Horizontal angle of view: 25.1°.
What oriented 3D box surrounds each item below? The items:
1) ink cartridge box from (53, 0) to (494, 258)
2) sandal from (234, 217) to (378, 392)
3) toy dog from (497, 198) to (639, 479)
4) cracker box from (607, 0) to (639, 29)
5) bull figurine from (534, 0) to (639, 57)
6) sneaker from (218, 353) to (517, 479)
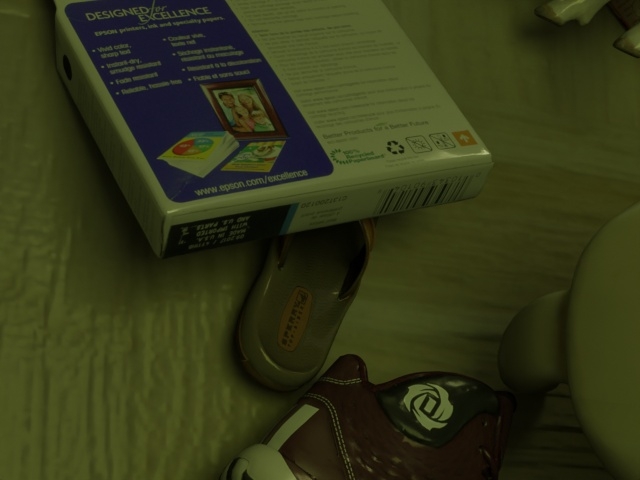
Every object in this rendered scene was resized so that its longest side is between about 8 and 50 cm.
[{"bbox_3d":[-0.037,-0.093,0.818,0.206,0.045,0.208,-11,55,-28],"label":"ink cartridge box"},{"bbox_3d":[0.000,0.000,0.819,0.072,0.049,0.180,25,59,-17],"label":"sandal"},{"bbox_3d":[0.344,0.103,0.805,0.408,0.395,0.284,23,54,-43],"label":"toy dog"},{"bbox_3d":[0.224,-0.261,0.999,0.156,0.067,0.232,-39,92,-29],"label":"cracker box"},{"bbox_3d":[0.126,-0.248,0.888,0.310,0.101,0.188,25,99,2],"label":"bull figurine"},{"bbox_3d":[0.092,0.167,0.781,0.281,0.106,0.162,43,58,-7],"label":"sneaker"}]
